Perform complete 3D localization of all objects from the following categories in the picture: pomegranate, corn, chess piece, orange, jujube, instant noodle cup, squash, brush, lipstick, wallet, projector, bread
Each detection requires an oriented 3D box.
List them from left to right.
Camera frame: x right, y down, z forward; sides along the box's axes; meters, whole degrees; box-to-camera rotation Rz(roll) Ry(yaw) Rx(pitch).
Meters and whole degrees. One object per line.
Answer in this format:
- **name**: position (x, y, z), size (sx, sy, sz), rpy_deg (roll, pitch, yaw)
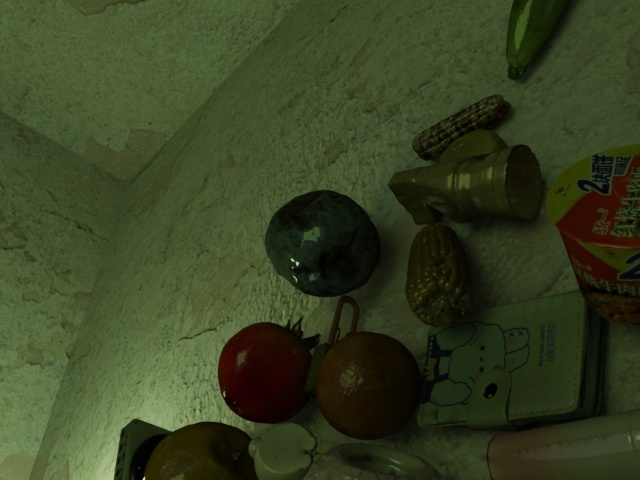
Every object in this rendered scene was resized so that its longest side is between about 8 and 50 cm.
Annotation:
- **projector**: position (-0.340, 0.557, 1.378), size (0.079, 0.259, 0.257), rpy_deg (-42, 34, 24)
- **orange**: position (-0.224, 0.502, 1.241), size (0.235, 0.279, 0.279), rpy_deg (-53, 30, 8)
- **pomegranate**: position (-0.105, 0.281, 1.349), size (0.256, 0.221, 0.220), rpy_deg (-40, 23, -23)
- **jujube**: position (0.002, 0.008, 1.414), size (0.246, 0.215, 0.308), rpy_deg (-35, 24, -2)
- **brush**: position (0.040, 0.224, 1.283), size (0.047, 0.103, 0.234), rpy_deg (-28, 40, 47)
- **orange**: position (0.083, 0.262, 1.092), size (0.206, 0.206, 0.206), rpy_deg (-36, 36, 33)
- **corn**: position (0.216, 0.057, 1.107), size (0.119, 0.119, 0.322), rpy_deg (-43, 10, 24)
- **chess piece**: position (0.268, -0.098, 1.181), size (0.300, 0.137, 0.137), rpy_deg (-2, 61, 48)
- **corn**: position (0.310, -0.249, 1.344), size (0.237, 0.079, 0.080), rpy_deg (-28, 42, 37)
- **bread**: position (0.319, -0.168, 1.245), size (0.156, 0.086, 0.125), rpy_deg (-18, 42, 45)
- **wallet**: position (0.290, 0.194, 0.963), size (0.309, 0.077, 0.223), rpy_deg (-23, 41, 47)
- **squash**: position (0.474, -0.523, 1.310), size (0.118, 0.118, 0.371), rpy_deg (14, 77, 59)
- **lipstick**: position (0.371, 0.265, 0.766), size (0.326, 0.087, 0.087), rpy_deg (-29, 41, 41)
- **instant noodle cup**: position (0.420, 0.001, 0.799), size (0.213, 0.174, 0.213), rpy_deg (-18, 34, 13)

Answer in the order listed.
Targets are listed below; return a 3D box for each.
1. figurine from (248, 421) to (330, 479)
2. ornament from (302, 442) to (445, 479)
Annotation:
- **figurine**: position (-0.040, 0.455, 1.158), size (0.155, 0.236, 0.127), rpy_deg (-6, 42, 5)
- **ornament**: position (0.076, 0.430, 0.891), size (0.259, 0.259, 0.225), rpy_deg (2, 84, 56)
